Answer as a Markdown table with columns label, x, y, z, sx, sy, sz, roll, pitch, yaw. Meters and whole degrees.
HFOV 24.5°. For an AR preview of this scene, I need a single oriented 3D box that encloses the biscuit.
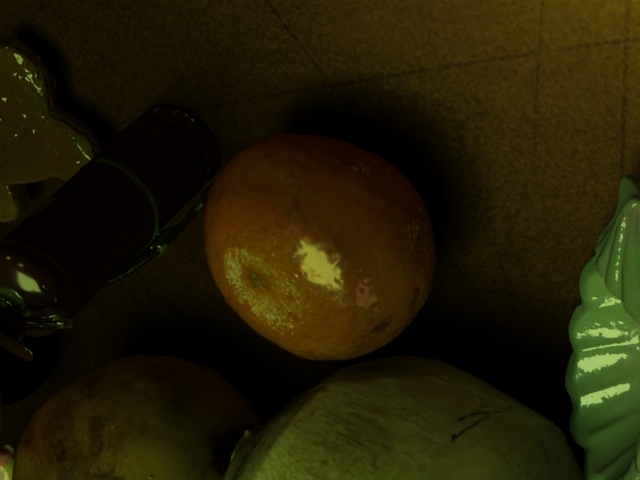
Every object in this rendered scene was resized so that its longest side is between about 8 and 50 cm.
| label | x | y | z | sx | sy | sz | roll | pitch | yaw |
| --- | --- | --- | --- | --- | --- | --- | --- | --- | --- |
| biscuit | -0.362 | -0.113 | 1.575 | 0.302 | 0.049 | 0.196 | -17 | 108 | 40 |

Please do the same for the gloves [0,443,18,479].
| label | x | y | z | sx | sy | sz | roll | pitch | yaw |
| --- | --- | --- | --- | --- | --- | --- | --- | --- | --- |
| gloves | -0.325 | 0.328 | 1.843 | 0.145 | 0.126 | 0.241 | 18 | 102 | 27 |

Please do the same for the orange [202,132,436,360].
| label | x | y | z | sx | sy | sz | roll | pitch | yaw |
| --- | --- | --- | --- | --- | --- | --- | --- | --- | --- |
| orange | 0.000 | 0.000 | 1.345 | 0.224 | 0.170 | 0.224 | 25 | 135 | 28 |

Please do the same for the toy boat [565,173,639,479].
| label | x | y | z | sx | sy | sz | roll | pitch | yaw |
| --- | --- | --- | --- | --- | --- | --- | --- | --- | --- |
| toy boat | 0.280 | 0.090 | 1.251 | 0.100 | 0.199 | 0.290 | -5 | 123 | -8 |

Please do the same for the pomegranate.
| label | x | y | z | sx | sy | sz | roll | pitch | yaw |
| --- | --- | --- | --- | --- | --- | --- | --- | --- | --- |
| pomegranate | -0.178 | 0.284 | 1.592 | 0.322 | 0.322 | 0.322 | 17 | 130 | 21 |

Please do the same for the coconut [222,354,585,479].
| label | x | y | z | sx | sy | sz | roll | pitch | yaw |
| --- | --- | --- | --- | --- | --- | --- | --- | --- | --- |
| coconut | 0.069 | 0.285 | 1.406 | 0.360 | 0.346 | 0.346 | 26 | 134 | 31 |

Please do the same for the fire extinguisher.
| label | x | y | z | sx | sy | sz | roll | pitch | yaw |
| --- | --- | --- | --- | --- | --- | --- | --- | --- | --- |
| fire extinguisher | -0.205 | -0.002 | 1.352 | 0.142 | 0.341 | 0.105 | 2 | 124 | 30 |

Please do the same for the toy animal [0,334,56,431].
| label | x | y | z | sx | sy | sz | roll | pitch | yaw |
| --- | --- | --- | --- | --- | --- | --- | --- | --- | --- |
| toy animal | -0.435 | 0.155 | 1.702 | 0.187 | 0.235 | 0.165 | 25 | 139 | 15 |
